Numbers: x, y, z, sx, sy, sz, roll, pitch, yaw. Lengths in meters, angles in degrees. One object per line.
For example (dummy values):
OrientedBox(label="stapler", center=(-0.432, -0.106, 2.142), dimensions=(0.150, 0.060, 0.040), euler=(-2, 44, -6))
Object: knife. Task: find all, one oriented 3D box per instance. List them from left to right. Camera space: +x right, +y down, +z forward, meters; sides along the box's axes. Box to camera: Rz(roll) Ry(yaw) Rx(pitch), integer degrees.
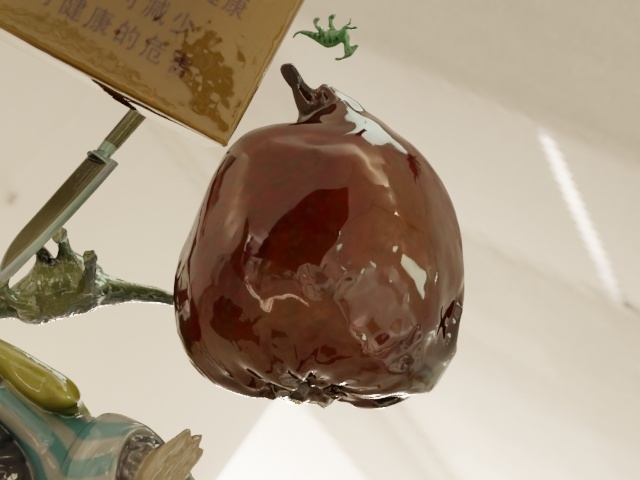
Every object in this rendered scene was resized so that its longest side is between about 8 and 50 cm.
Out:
OrientedBox(label="knife", center=(-0.254, -0.087, 2.081), dimensions=(0.027, 0.343, 0.061), euler=(49, -16, -32))

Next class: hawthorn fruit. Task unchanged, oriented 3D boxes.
OrientedBox(label="hawthorn fruit", center=(0.002, 0.023, 1.907), dimensions=(0.308, 0.325, 0.308), euler=(10, -38, 8))

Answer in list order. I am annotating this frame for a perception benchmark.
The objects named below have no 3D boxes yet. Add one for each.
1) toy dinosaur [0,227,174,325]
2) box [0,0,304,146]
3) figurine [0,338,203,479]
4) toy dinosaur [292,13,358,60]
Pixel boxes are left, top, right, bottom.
OrientedBox(label="toy dinosaur", center=(-0.319, 0.060, 2.192), dimensions=(0.363, 0.076, 0.147), euler=(-8, -43, 7))
OrientedBox(label="box", center=(-0.099, -0.313, 1.484), dimensions=(0.264, 0.415, 0.116), euler=(27, -4, -14))
OrientedBox(label="figurine", center=(-0.321, 0.301, 1.674), dimensions=(0.361, 0.378, 0.266), euler=(15, -29, 38))
OrientedBox(label="toy dinosaur", center=(0.010, -0.227, 2.106), dimensions=(0.021, 0.083, 0.062), euler=(13, 54, -54))
